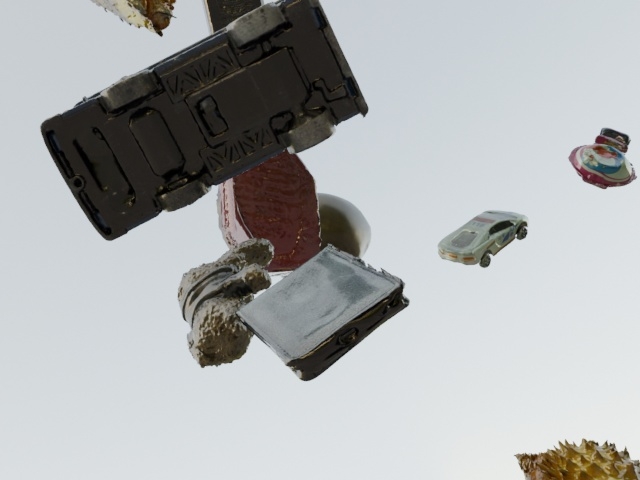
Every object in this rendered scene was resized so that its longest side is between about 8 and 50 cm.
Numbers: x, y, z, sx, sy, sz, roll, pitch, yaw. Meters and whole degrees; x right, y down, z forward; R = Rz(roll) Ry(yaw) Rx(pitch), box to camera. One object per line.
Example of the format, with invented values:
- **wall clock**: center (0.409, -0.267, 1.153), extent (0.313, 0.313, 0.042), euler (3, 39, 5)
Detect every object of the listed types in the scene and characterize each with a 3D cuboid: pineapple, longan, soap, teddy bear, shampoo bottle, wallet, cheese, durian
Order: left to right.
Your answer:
- **pineapple**: center (-0.370, -0.510, 1.395), extent (0.161, 0.334, 0.158), euler (-51, -42, -4)
- **teddy bear**: center (-0.152, 0.092, 1.165), extent (0.129, 0.251, 0.182), euler (20, -67, -11)
- **shampoo bottle**: center (-0.139, -0.368, 1.270), extent (0.098, 0.071, 0.310), euler (-13, -83, -10)
- **soap**: center (-0.102, -0.076, 1.478), extent (0.182, 0.289, 0.112), euler (0, -14, -23)
- **wallet**: center (-0.004, 0.082, 0.958), extent (0.167, 0.222, 0.036), euler (-36, -66, -14)
- **longan**: center (0.000, 0.000, 1.729), extent (0.248, 0.248, 0.248), euler (-13, -39, -11)
- **cheese**: center (0.402, -0.116, 1.090), extent (0.095, 0.145, 0.038), euler (26, -44, 14)
- **durian**: center (0.305, 0.320, 0.779), extent (0.137, 0.250, 0.183), euler (-19, -17, 5)

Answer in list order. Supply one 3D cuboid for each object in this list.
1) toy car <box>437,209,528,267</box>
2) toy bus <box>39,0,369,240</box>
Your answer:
- **toy car**: center (0.290, -0.011, 1.370), extent (0.204, 0.095, 0.056), euler (-32, -58, -36)
- **toy bus**: center (-0.112, -0.129, 0.777), extent (0.287, 0.175, 0.138), euler (-27, -75, 1)
